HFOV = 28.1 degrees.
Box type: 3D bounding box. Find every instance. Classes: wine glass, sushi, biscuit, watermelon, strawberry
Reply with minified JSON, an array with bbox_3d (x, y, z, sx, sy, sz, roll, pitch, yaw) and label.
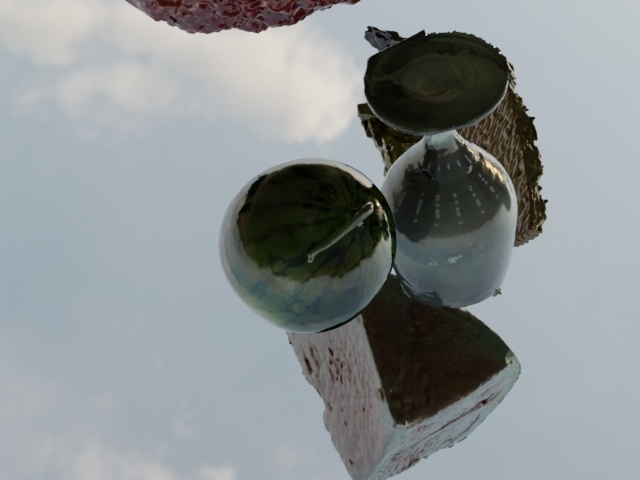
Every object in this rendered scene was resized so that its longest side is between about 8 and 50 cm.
[{"bbox_3d":[0.106,-0.051,1.088,0.126,0.241,0.126,-6,-131,7],"label":"wine glass"},{"bbox_3d":[0.132,-0.149,1.558,0.167,0.179,0.296,-17,-129,29],"label":"sushi"},{"bbox_3d":[0.171,-0.076,1.272,0.025,0.126,0.206,13,-123,-30],"label":"biscuit"},{"bbox_3d":[0.000,0.000,1.009,0.140,0.140,0.187,-52,-164,-31],"label":"watermelon"},{"bbox_3d":[0.061,0.145,1.337,0.262,0.213,0.201,32,-124,2],"label":"watermelon"},{"bbox_3d":[-0.041,-0.217,1.041,0.228,0.098,0.174,-26,-164,-8],"label":"strawberry"}]
